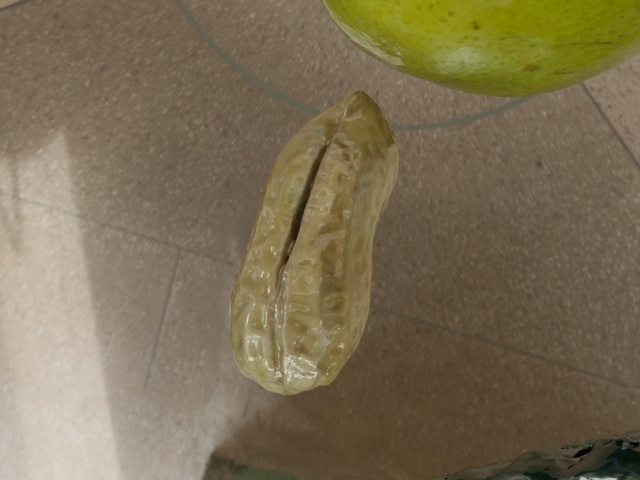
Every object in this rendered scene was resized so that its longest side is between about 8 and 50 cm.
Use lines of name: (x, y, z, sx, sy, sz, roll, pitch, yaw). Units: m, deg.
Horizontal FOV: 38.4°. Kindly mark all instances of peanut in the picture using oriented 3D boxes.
peanut: (0.000, 0.000, 0.501, 0.080, 0.080, 0.174, 18, 72, -2)

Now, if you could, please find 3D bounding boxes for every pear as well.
pear: (0.124, -0.225, 0.571, 0.295, 0.294, 0.294, 2, 113, 5)

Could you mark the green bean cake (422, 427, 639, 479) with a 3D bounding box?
green bean cake: (0.160, 0.284, 0.559, 0.300, 0.169, 0.307, -26, 70, 41)
